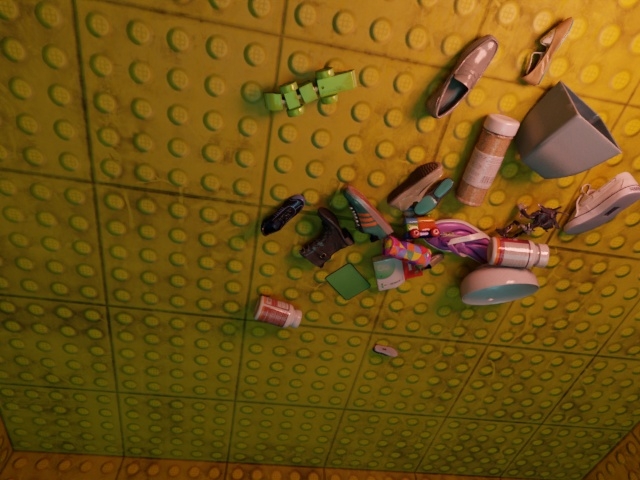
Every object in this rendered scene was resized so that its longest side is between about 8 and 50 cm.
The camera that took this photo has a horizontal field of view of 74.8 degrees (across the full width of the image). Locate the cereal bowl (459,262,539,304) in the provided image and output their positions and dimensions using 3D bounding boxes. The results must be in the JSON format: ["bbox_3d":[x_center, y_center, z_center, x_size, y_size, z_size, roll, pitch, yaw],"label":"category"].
[{"bbox_3d":[0.810,0.187,1.932,0.340,0.141,0.339,-4,157,-2],"label":"cereal bowl"}]

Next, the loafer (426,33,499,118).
[{"bbox_3d":[0.506,-0.566,1.475,0.112,0.111,0.319,26,118,-19],"label":"loafer"}]

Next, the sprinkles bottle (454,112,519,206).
[{"bbox_3d":[0.646,-0.309,1.646,0.121,0.121,0.355,9,122,-9],"label":"sprinkles bottle"}]

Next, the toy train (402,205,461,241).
[{"bbox_3d":[0.472,-0.077,1.793,0.248,0.105,0.143,-4,80,-7],"label":"toy train"}]

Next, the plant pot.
[{"bbox_3d":[0.882,-0.375,1.553,0.248,0.247,0.252,28,134,-20],"label":"plant pot"}]

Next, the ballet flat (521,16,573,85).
[{"bbox_3d":[0.782,-0.659,1.454,0.073,0.080,0.232,20,120,2],"label":"ballet flat"}]

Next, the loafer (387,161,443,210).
[{"bbox_3d":[0.395,-0.217,1.712,0.092,0.101,0.269,37,124,-25],"label":"loafer"}]

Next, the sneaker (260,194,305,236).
[{"bbox_3d":[-0.157,-0.098,1.758,0.232,0.090,0.081,-37,118,20],"label":"sneaker"}]

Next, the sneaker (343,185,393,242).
[{"bbox_3d":[0.179,-0.099,1.767,0.121,0.108,0.302,-38,119,15],"label":"sneaker"}]

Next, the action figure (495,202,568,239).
[{"bbox_3d":[0.902,-0.087,1.800,0.164,0.140,0.276,39,129,-22],"label":"action figure"}]

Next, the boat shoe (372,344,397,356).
[{"bbox_3d":[0.350,0.603,2.278,0.142,0.049,0.040,21,139,-14],"label":"boat shoe"}]

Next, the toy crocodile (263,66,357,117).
[{"bbox_3d":[-0.037,-0.531,1.485,0.341,0.105,0.115,-18,122,3],"label":"toy crocodile"}]

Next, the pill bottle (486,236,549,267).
[{"bbox_3d":[0.833,0.054,1.777,0.222,0.121,0.121,5,124,9],"label":"pill bottle"}]

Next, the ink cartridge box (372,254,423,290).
[{"bbox_3d":[0.367,0.136,1.966,0.225,0.056,0.180,-12,123,6],"label":"ink cartridge box"}]

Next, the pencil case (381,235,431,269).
[{"bbox_3d":[0.379,0.054,1.855,0.237,0.104,0.104,20,120,-26],"label":"pencil case"}]

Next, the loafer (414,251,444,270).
[{"bbox_3d":[0.513,0.104,1.947,0.148,0.050,0.056,-28,121,6],"label":"loafer"}]

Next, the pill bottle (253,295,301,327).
[{"bbox_3d":[-0.207,0.354,2.035,0.216,0.121,0.121,20,120,-15],"label":"pill bottle"}]

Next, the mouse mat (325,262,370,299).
[{"bbox_3d":[0.134,0.201,2.022,0.153,0.007,0.189,-33,118,17],"label":"mouse mat"}]

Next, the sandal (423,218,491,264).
[{"bbox_3d":[0.659,0.017,1.872,0.417,0.102,0.169,17,120,-13],"label":"sandal"}]

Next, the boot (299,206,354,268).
[{"bbox_3d":[0.000,0.000,1.832,0.229,0.091,0.263,-33,121,16],"label":"boot"}]

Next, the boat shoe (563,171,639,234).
[{"bbox_3d":[1.157,-0.165,1.768,0.136,0.156,0.367,1,152,-9],"label":"boat shoe"}]

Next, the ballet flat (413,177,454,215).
[{"bbox_3d":[0.472,-0.180,1.747,0.203,0.074,0.074,-45,116,10],"label":"ballet flat"}]
